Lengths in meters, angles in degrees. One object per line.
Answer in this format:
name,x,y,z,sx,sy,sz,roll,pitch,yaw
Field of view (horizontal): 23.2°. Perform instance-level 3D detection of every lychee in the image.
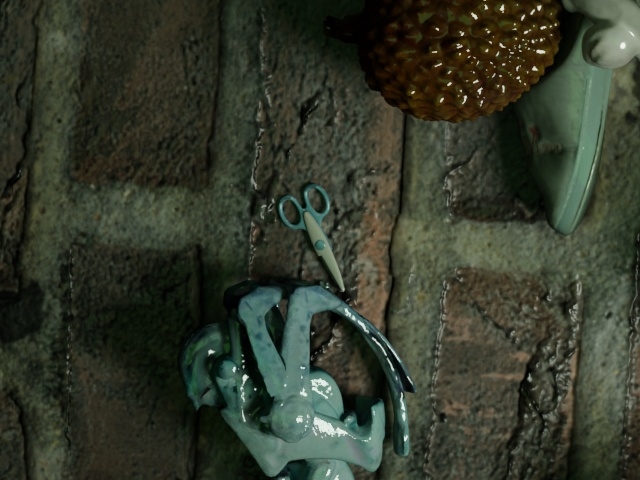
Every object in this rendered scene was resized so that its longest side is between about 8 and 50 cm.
lychee,0.118,-0.205,1.522,0.238,0.200,0.200,-1,99,17

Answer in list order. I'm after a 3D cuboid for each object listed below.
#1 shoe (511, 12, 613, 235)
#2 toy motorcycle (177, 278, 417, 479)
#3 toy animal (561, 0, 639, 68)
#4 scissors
shoe,0.239,-0.133,1.561,0.100,0.103,0.251,10,96,7
toy motorcycle,-0.017,0.159,1.639,0.206,0.154,0.260,-38,101,-9
toy animal,0.377,-0.286,1.462,0.325,0.154,0.208,-20,97,-8
scissors,0.000,0.000,1.667,0.058,0.014,0.119,-26,91,16
